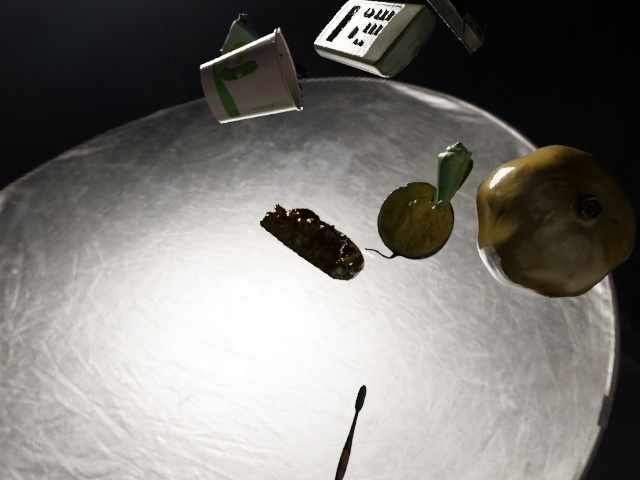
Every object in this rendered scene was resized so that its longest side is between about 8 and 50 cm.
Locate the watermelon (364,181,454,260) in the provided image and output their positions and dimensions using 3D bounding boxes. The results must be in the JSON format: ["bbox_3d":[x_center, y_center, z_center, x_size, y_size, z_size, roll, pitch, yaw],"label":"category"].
[{"bbox_3d":[0.262,-0.039,1.518,0.204,0.232,0.127,20,-6,20],"label":"watermelon"}]

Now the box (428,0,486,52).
[{"bbox_3d":[0.318,-0.656,1.446,0.047,0.325,0.180,-34,21,38],"label":"box"}]

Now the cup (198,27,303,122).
[{"bbox_3d":[-0.213,-0.494,1.718,0.273,0.253,0.253,-14,20,11],"label":"cup"}]

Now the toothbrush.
[{"bbox_3d":[0.047,0.455,1.135,0.023,0.321,0.031,15,-9,9],"label":"toothbrush"}]

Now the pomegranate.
[{"bbox_3d":[0.491,-0.040,1.172,0.332,0.333,0.333,-14,20,5],"label":"pomegranate"}]

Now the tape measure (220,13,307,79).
[{"bbox_3d":[-0.203,-0.611,1.965,0.098,0.351,0.215,-26,-23,-55],"label":"tape measure"}]

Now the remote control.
[{"bbox_3d":[0.067,-0.284,0.760,0.098,0.038,0.233,-49,32,4],"label":"remote control"}]

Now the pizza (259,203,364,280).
[{"bbox_3d":[0.023,0.009,1.302,0.257,0.087,0.268,37,11,24],"label":"pizza"}]

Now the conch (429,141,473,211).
[{"bbox_3d":[0.315,-0.153,1.321,0.105,0.170,0.079,-7,30,-42],"label":"conch"}]
